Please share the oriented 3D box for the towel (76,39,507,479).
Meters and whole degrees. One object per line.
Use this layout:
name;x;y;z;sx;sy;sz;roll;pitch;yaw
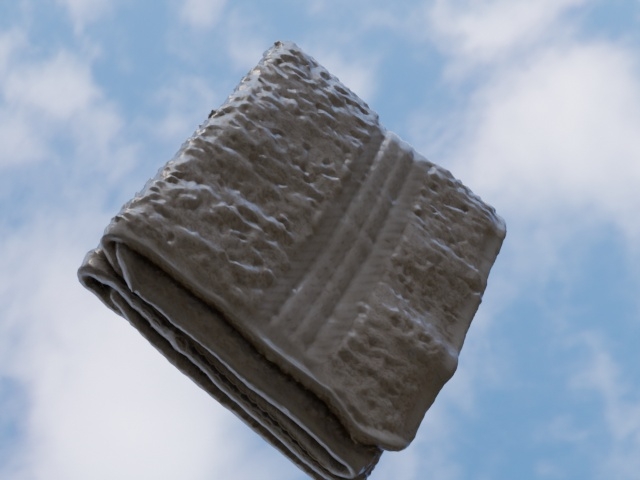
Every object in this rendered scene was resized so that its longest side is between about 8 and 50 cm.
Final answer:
towel;0.000;0.000;0.823;0.187;0.049;0.282;40;-146;-6
